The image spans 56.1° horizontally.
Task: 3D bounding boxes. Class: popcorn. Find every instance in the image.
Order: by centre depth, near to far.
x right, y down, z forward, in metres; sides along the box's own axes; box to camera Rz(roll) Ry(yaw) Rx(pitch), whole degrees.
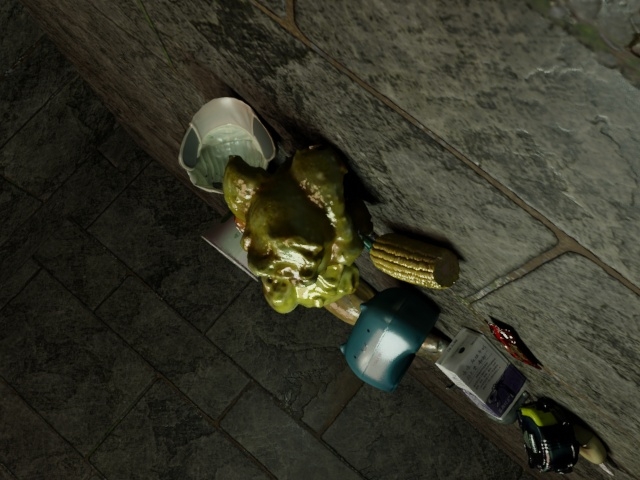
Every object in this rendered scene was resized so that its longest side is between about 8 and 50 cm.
[{"bbox_3d":[-0.070,-0.058,1.286,0.326,0.290,0.321,24,176,-25],"label":"popcorn"},{"bbox_3d":[-0.031,0.040,1.614,0.312,0.312,0.312,39,171,8],"label":"popcorn"}]

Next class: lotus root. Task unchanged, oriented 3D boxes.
[{"bbox_3d":[0.063,0.178,2.168,0.343,0.169,0.151,35,134,17],"label":"lotus root"}]

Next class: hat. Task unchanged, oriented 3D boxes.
[{"bbox_3d":[-0.225,-0.233,1.436,0.275,0.232,0.161,89,167,-58],"label":"hat"}]

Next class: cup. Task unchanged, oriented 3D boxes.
[{"bbox_3d":[-0.230,-0.032,2.050,0.253,0.274,0.253,39,172,6],"label":"cup"}]

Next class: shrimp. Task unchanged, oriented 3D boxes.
[{"bbox_3d":[0.298,0.350,2.073,0.446,0.110,0.221,5,157,48],"label":"shrimp"}]

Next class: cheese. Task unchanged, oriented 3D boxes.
[{"bbox_3d":[0.755,0.590,1.674,0.255,0.050,0.127,46,169,-31],"label":"cheese"}]

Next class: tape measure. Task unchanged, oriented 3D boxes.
[{"bbox_3d":[0.608,0.526,1.617,0.186,0.112,0.199,98,160,-75],"label":"tape measure"}]

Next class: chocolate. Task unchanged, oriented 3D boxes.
[{"bbox_3d":[0.443,0.243,1.386,0.182,0.028,0.086,49,165,-32],"label":"chocolate"}]

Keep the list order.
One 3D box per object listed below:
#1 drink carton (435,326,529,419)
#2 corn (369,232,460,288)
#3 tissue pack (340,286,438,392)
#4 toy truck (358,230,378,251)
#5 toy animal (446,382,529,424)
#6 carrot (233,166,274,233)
[{"bbox_3d":[0.435,0.356,1.613,0.222,0.134,0.102,45,171,-20],"label":"drink carton"},{"bbox_3d":[0.192,0.043,1.256,0.093,0.093,0.244,45,170,-25],"label":"corn"},{"bbox_3d":[0.192,0.276,1.739,0.206,0.198,0.287,33,129,14],"label":"tissue pack"},{"bbox_3d":[0.107,-0.012,1.496,0.083,0.044,0.039,40,168,1],"label":"toy truck"},{"bbox_3d":[0.501,0.442,1.754,0.269,0.137,0.082,35,175,-16],"label":"toy animal"},{"bbox_3d":[-0.175,-0.123,1.623,0.139,0.139,0.302,45,-168,-24],"label":"carrot"}]
